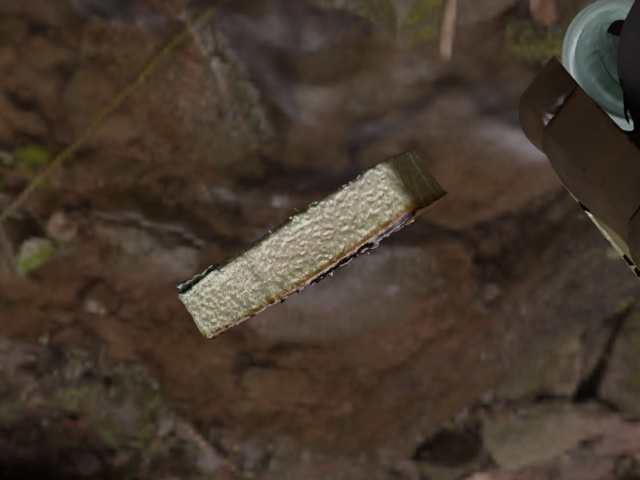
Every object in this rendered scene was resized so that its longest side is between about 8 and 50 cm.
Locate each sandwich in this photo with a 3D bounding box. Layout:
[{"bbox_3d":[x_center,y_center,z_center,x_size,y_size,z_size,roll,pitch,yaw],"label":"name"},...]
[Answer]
[{"bbox_3d":[0.000,0.000,1.234,0.193,0.162,0.058,-32,88,15],"label":"sandwich"}]

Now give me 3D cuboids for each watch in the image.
[{"bbox_3d":[0.366,-0.071,1.194,0.327,0.314,0.335,-39,116,6],"label":"watch"}]

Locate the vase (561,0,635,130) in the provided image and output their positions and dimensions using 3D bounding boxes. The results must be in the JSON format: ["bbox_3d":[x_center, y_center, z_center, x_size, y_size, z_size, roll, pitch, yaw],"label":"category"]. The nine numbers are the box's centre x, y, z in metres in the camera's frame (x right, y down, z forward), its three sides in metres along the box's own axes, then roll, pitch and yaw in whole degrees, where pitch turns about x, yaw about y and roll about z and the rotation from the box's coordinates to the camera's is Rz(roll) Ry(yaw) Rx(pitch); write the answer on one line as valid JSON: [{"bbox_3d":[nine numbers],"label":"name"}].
[{"bbox_3d":[0.381,-0.237,1.688,0.143,0.299,0.143,18,125,27],"label":"vase"}]
